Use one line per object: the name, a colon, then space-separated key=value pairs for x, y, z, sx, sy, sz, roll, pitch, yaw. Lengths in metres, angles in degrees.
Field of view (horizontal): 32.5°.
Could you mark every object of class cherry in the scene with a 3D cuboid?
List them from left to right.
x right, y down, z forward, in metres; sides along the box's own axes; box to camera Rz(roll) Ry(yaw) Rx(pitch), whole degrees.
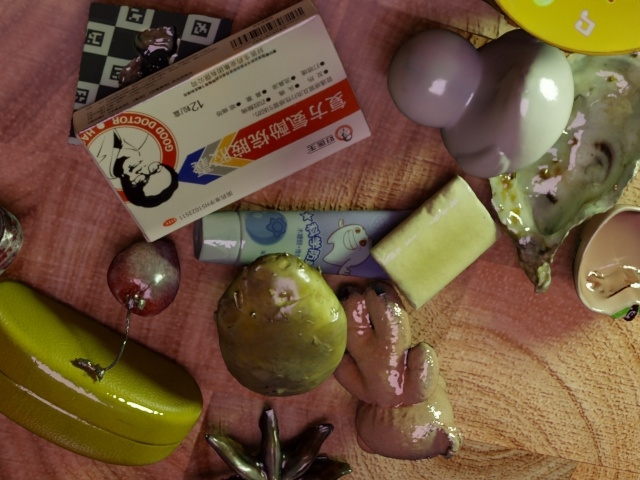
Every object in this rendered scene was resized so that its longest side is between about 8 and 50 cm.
cherry: x=-0.277 y=0.085 z=1.563 sx=0.107 sy=0.090 sz=0.225 roll=53 pitch=57 yaw=-28

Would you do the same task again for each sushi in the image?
sushi: x=-0.232 y=-0.223 z=1.475 sx=0.192 sy=0.050 sz=0.215 roll=3 pitch=126 yaw=-22

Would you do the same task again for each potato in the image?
potato: x=-0.057 y=0.129 z=1.602 sx=0.192 sy=0.141 sz=0.296 roll=-4 pitch=139 yaw=0

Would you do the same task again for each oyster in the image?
oyster: x=0.343 y=-0.119 z=1.605 sx=0.204 sy=0.111 sz=0.396 roll=28 pitch=112 yaw=-2

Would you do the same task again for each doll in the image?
doll: x=0.123 y=0.197 z=1.722 sx=0.201 sy=0.156 sz=0.303 roll=-4 pitch=104 yaw=39
doll: x=0.204 y=-0.202 z=1.459 sx=0.221 sy=0.251 sz=0.221 roll=-5 pitch=101 yaw=-29

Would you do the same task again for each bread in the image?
bread: x=0.171 y=0.002 z=1.630 sx=0.178 sy=0.060 sz=0.139 roll=-39 pitch=125 yaw=-1

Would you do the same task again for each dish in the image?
dish: x=0.479 y=0.019 z=1.691 sx=0.213 sy=0.090 sz=0.213 roll=-4 pitch=115 yaw=-8

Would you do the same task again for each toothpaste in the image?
toothpaste: x=0.000 y=0.000 z=1.627 sx=0.371 sy=0.080 sz=0.125 roll=3 pitch=113 yaw=-19

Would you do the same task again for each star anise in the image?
star anise: x=-0.086 y=0.400 z=1.803 sx=0.288 sy=0.088 sz=0.288 roll=-4 pitch=105 yaw=-16

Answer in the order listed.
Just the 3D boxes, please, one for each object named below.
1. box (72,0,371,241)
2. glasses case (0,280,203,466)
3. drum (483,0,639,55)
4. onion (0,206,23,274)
box: x=-0.128 y=-0.158 z=1.489 sx=0.353 sy=0.069 sz=0.214 roll=-24 pitch=131 yaw=3
glasses case: x=-0.356 y=0.215 z=1.616 sx=0.371 sy=0.173 sz=0.141 roll=31 pitch=110 yaw=-22
drum: x=0.337 y=-0.451 z=1.337 sx=0.431 sy=0.214 sz=0.431 roll=-5 pitch=118 yaw=-10
onion: x=-0.505 y=0.015 z=1.535 sx=0.206 sy=0.151 sz=0.098 roll=-15 pitch=153 yaw=12
